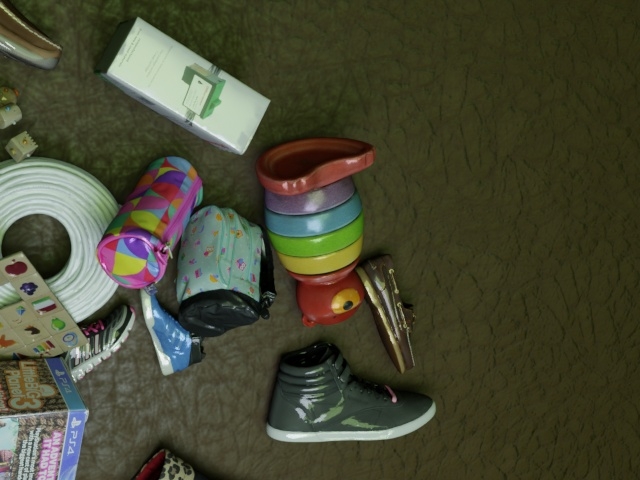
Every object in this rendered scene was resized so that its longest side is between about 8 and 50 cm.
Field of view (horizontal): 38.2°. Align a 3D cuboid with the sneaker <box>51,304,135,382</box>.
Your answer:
[{"bbox_3d":[-0.355,0.148,1.382,0.170,0.063,0.075,-41,116,-4],"label":"sneaker"}]

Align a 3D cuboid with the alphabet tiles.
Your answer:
[{"bbox_3d":[-0.474,0.121,1.280,0.237,0.009,0.198,-20,134,2],"label":"alphabet tiles"}]

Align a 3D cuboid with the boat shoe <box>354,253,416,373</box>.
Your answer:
[{"bbox_3d":[0.124,0.123,1.547,0.073,0.073,0.207,-25,107,-12],"label":"boat shoe"}]

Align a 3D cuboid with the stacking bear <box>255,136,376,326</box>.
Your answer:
[{"bbox_3d":[0.000,0.000,1.438,0.175,0.164,0.289,-23,118,-26],"label":"stacking bear"}]

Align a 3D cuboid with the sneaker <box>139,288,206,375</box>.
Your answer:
[{"bbox_3d":[-0.224,0.130,1.428,0.084,0.058,0.152,-18,109,-10],"label":"sneaker"}]

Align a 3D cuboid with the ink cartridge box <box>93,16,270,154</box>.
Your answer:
[{"bbox_3d":[-0.199,-0.219,1.322,0.219,0.160,0.092,29,89,-23],"label":"ink cartridge box"}]

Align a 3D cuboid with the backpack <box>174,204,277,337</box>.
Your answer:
[{"bbox_3d":[-0.146,0.039,1.378,0.115,0.152,0.182,34,50,-43],"label":"backpack"}]

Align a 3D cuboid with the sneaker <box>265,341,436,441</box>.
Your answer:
[{"bbox_3d":[0.058,0.243,1.527,0.295,0.104,0.147,-2,105,-15],"label":"sneaker"}]

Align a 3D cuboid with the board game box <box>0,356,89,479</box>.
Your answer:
[{"bbox_3d":[-0.492,0.299,1.261,0.291,0.141,0.232,1,115,-32],"label":"board game box"}]

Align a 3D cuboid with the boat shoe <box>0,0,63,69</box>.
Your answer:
[{"bbox_3d":[-0.477,-0.346,1.221,0.324,0.123,0.116,34,85,-24],"label":"boat shoe"}]

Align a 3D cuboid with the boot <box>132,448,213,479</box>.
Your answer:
[{"bbox_3d":[-0.228,0.537,1.459,0.284,0.138,0.377,38,82,-23],"label":"boot"}]

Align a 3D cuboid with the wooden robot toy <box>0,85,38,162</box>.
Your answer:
[{"bbox_3d":[-0.444,-0.192,1.281,0.173,0.076,0.079,41,46,8],"label":"wooden robot toy"}]

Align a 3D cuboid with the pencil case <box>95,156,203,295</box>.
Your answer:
[{"bbox_3d":[-0.233,-0.027,1.305,0.104,0.236,0.104,4,124,5],"label":"pencil case"}]

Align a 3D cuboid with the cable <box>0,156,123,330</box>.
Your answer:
[{"bbox_3d":[-0.405,0.010,1.325,0.257,0.089,0.257,39,85,-22],"label":"cable"}]
